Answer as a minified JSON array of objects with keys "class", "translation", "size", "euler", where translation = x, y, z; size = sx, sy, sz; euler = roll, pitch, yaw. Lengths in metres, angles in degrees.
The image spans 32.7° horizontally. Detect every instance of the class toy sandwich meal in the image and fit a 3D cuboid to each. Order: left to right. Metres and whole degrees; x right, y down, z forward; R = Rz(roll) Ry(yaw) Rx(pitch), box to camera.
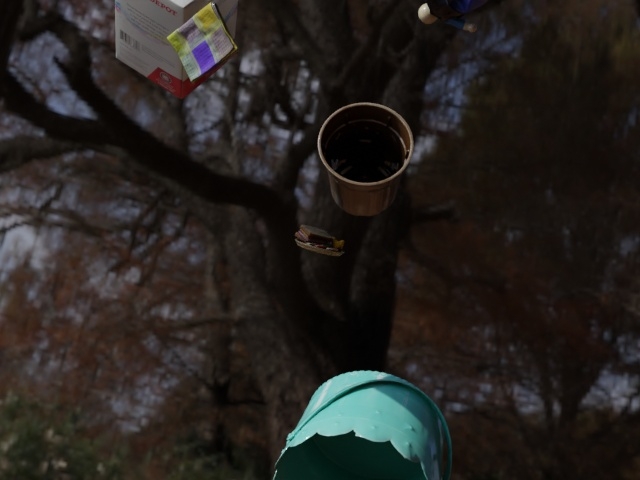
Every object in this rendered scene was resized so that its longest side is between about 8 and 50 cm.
[{"class":"toy sandwich meal","translation":[0.000,0.000,1.644],"size":[0.085,0.029,0.085],"euler":[15,6,-2]}]

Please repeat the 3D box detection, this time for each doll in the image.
[{"class":"doll","translation":[0.235,-0.419,1.910],"size":[0.129,0.046,0.189],"euler":[47,-30,-17]}]

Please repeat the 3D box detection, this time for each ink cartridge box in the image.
[{"class":"ink cartridge box","translation":[-0.201,-0.320,1.526],"size":[0.128,0.127,0.176],"euler":[34,-34,15]}]

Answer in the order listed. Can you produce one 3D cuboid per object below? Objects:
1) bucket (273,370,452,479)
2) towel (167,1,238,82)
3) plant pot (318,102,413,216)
[{"class":"bucket","translation":[0.074,0.358,1.764],"size":[0.281,0.183,0.281],"euler":[7,-57,10]},{"class":"towel","translation":[-0.124,-0.207,1.143],"size":[0.083,0.060,0.009],"euler":[-25,3,41]},{"class":"plant pot","translation":[0.081,-0.133,1.959],"size":[0.167,0.167,0.165],"euler":[9,-25,6]}]
